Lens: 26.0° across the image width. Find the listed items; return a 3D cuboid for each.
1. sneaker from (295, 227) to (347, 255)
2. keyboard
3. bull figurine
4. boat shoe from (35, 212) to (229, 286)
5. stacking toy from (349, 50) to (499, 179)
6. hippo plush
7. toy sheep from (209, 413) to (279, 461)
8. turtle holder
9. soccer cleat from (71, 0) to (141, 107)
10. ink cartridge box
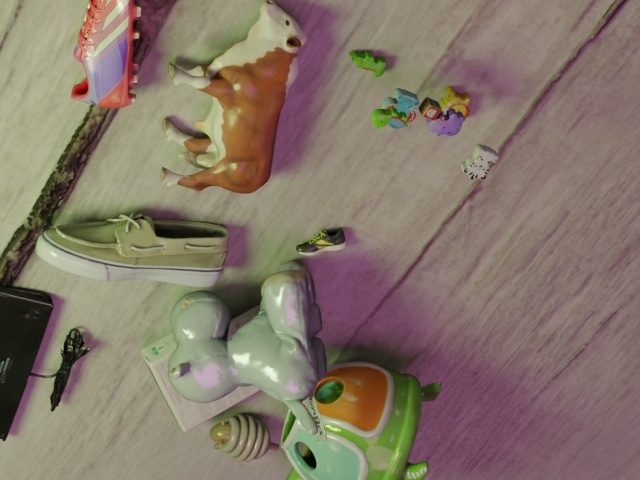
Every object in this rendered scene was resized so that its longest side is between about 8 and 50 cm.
[{"bbox_3d":[0.000,0.000,2.216,0.083,0.031,0.035,-11,117,-9],"label":"sneaker"},{"bbox_3d":[-0.495,0.207,2.264,0.201,0.033,0.317,16,124,-16],"label":"keyboard"},{"bbox_3d":[-0.126,-0.195,1.981,0.188,0.101,0.310,3,125,-10],"label":"bull figurine"},{"bbox_3d":[-0.282,0.003,2.115,0.302,0.109,0.094,6,114,-30],"label":"boat shoe"},{"bbox_3d":[0.146,-0.182,2.009,0.221,0.167,0.052,19,121,-27],"label":"stacking toy"},{"bbox_3d":[-0.119,0.185,2.202,0.236,0.294,0.234,-7,166,6],"label":"hippo plush"},{"bbox_3d":[-0.133,0.346,2.427,0.132,0.091,0.091,13,124,-27],"label":"toy sheep"},{"bbox_3d":[0.051,0.334,2.393,0.227,0.243,0.320,18,164,-8],"label":"turtle holder"},{"bbox_3d":[-0.292,-0.286,1.883,0.095,0.083,0.248,1,131,-8],"label":"soccer cleat"},{"bbox_3d":[-0.169,0.201,2.336,0.225,0.056,0.181,-30,131,-13],"label":"ink cartridge box"}]
